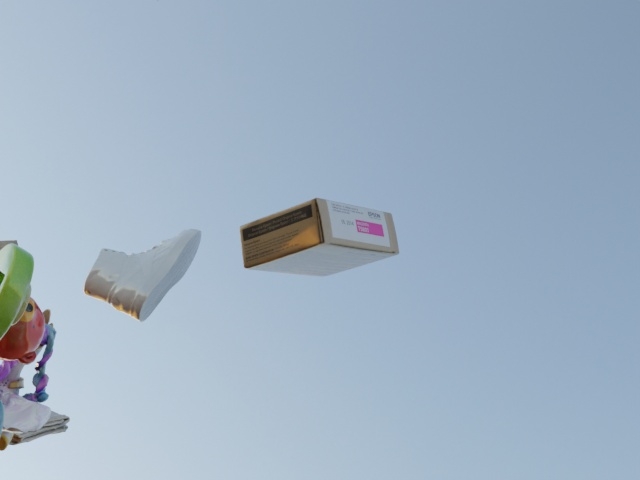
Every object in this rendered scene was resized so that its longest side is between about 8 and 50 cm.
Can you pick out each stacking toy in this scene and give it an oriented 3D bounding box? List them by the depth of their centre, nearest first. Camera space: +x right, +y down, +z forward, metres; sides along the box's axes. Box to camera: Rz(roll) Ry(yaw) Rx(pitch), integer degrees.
[{"bbox_3d":[-0.412,0.167,1.015,0.130,0.309,0.279,28,-40,-32],"label":"stacking toy"}]

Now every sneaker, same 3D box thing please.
[{"bbox_3d":[-0.381,0.040,1.683,0.169,0.292,0.108,21,-54,10],"label":"sneaker"}]

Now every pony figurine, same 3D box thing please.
[{"bbox_3d":[-0.665,0.320,1.538,0.302,0.351,0.364,30,-78,1],"label":"pony figurine"}]

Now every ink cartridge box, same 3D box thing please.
[{"bbox_3d":[0.000,0.000,1.458,0.193,0.088,0.234,-19,-18,36],"label":"ink cartridge box"}]

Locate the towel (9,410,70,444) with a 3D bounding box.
[{"bbox_3d":[-0.768,0.430,1.908,0.282,0.187,0.049,10,-87,26],"label":"towel"}]

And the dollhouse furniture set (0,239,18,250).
[{"bbox_3d":[-0.985,0.175,2.181,0.286,0.198,0.303,-2,-40,-27],"label":"dollhouse furniture set"}]
